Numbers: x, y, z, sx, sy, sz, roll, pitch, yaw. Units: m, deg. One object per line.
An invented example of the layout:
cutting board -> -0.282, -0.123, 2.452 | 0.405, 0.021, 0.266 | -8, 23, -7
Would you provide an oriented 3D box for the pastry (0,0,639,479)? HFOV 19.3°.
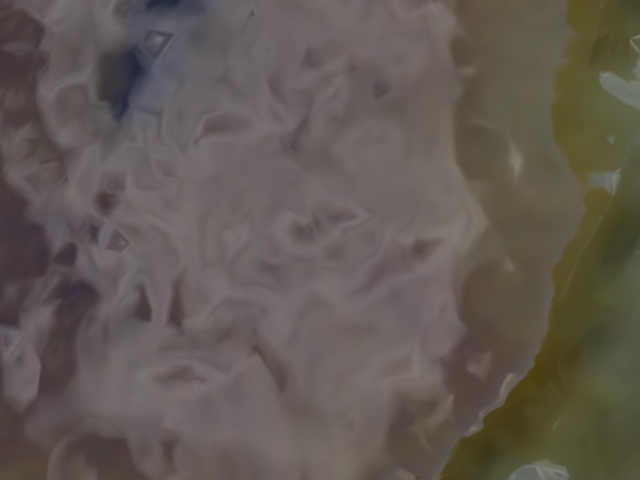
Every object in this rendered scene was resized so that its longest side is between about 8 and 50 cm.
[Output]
pastry -> 0.000, 0.000, 0.596 | 0.388, 0.388, 0.312 | -39, -17, 14
